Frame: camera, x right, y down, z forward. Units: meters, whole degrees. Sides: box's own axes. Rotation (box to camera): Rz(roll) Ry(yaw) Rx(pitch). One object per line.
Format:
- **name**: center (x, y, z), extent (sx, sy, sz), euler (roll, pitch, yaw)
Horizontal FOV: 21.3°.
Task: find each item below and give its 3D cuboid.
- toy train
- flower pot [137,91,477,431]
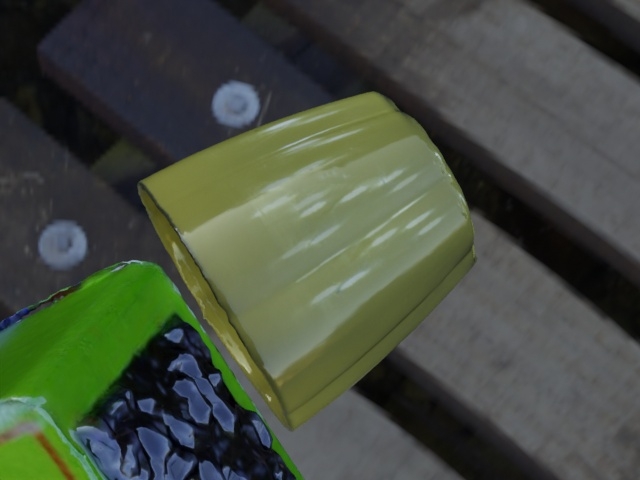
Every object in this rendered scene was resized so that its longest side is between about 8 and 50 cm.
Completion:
- **toy train**: center (-0.115, 0.179, 0.843), extent (0.307, 0.249, 0.173), euler (58, 30, -13)
- **flower pot**: center (0.000, 0.000, 1.141), extent (0.179, 0.195, 0.195), euler (-33, 76, -7)
